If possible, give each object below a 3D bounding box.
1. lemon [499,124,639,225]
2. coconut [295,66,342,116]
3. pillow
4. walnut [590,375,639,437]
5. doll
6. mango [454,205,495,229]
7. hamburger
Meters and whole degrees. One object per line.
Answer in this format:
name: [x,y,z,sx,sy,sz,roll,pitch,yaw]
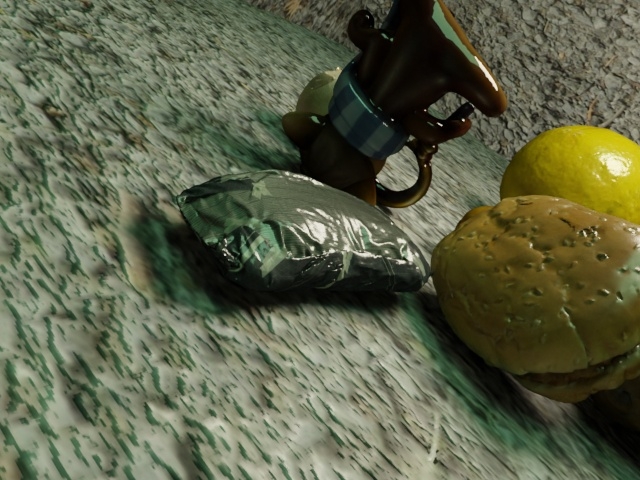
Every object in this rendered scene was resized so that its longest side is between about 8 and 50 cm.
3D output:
lemon: [0.576,-0.100,1.333,0.348,0.348,0.348,27,23,-12]
coconut: [0.034,-0.239,1.106,0.171,0.170,0.183,33,16,1]
pillow: [0.000,0.000,0.659,0.335,0.092,0.161,8,38,-47]
walnut: [0.454,0.169,0.747,0.198,0.198,0.245,31,-16,-3]
doll: [0.110,-0.211,0.926,0.318,0.339,0.209,38,20,-14]
mango: [0.321,0.032,0.987,0.221,0.120,0.151,38,25,-5]
hamburger: [0.277,0.051,0.728,0.283,0.260,0.144,36,-20,57]
